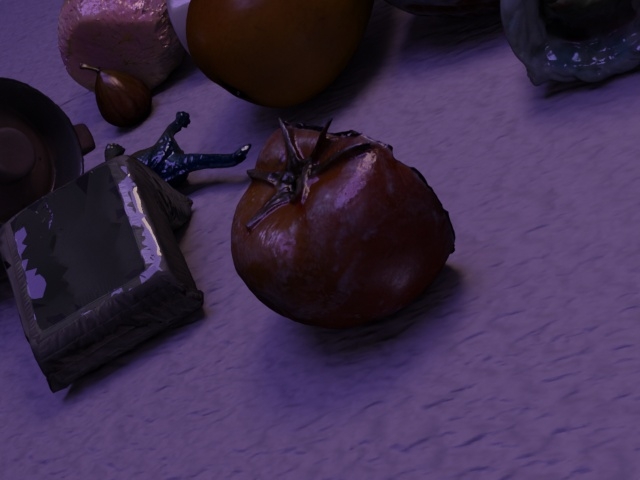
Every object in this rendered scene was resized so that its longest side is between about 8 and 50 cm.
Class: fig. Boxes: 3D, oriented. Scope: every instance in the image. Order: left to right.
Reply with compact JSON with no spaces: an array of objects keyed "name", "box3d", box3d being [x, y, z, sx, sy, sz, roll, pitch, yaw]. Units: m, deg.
[{"name":"fig","box3d":[-0.331,-0.244,1.580,0.089,0.125,0.089,-29,30,18]}]

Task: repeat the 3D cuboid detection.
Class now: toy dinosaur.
[{"name":"toy dinosaur","box3d":[-0.242,-0.088,1.336,0.363,0.076,0.147,-22,35,20]}]

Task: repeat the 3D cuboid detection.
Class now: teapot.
[{"name":"teapot","box3d":[-0.476,-0.072,1.342,0.344,0.253,0.300,-18,7,44]}]

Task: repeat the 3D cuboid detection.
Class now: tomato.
[{"name":"tomato","box3d":[0.000,0.000,0.906,0.214,0.181,0.155,10,58,54]}]

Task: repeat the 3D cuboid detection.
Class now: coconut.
[{"name":"coconut","box3d":[-0.319,-0.380,1.676,0.233,0.233,0.245,-21,38,21]}]

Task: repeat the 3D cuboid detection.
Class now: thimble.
[{"name":"thimble","box3d":[0.275,-0.267,1.010,0.211,0.185,0.149,-55,12,42]}]

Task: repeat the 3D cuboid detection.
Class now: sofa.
[{"name":"sofa","box3d":[-0.240,0.044,1.157,0.210,0.176,0.225,-32,60,5]}]

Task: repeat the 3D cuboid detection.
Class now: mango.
[{"name":"mango","box3d":[-0.035,-0.342,1.325,0.264,0.221,0.378,-20,38,57]}]

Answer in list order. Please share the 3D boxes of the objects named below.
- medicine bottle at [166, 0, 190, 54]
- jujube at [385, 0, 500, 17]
[{"name":"medicine bottle","box3d":[-0.111,-0.384,1.549,0.237,0.139,0.139,-20,34,16]},{"name":"jujube","box3d":[0.205,-0.401,1.200,0.308,0.215,0.246,-4,78,21]}]
